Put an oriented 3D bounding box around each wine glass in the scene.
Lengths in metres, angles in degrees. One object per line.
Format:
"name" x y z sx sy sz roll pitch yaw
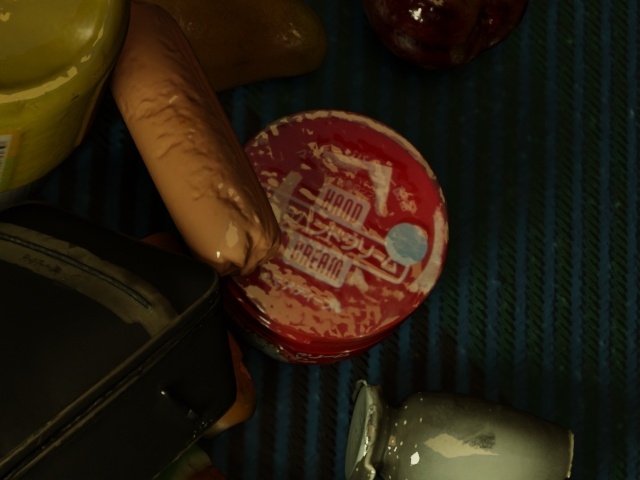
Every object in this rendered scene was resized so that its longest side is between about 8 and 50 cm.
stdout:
"wine glass" 0.127 0.198 1.737 0.204 0.111 0.111 13 74 -8

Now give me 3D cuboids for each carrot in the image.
"carrot" -0.126 0.088 1.721 0.087 0.087 0.193 -25 85 -17

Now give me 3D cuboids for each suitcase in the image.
"suitcase" -0.283 0.138 1.528 0.283 0.194 0.434 20 41 33

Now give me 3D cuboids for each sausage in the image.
"sausage" -0.120 -0.093 1.636 0.086 0.086 0.289 -21 66 -17

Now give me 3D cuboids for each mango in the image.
"mango" -0.103 -0.206 1.791 0.228 0.099 0.136 2 72 -20

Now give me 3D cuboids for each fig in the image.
"fig" 0.091 -0.301 1.845 0.170 0.145 0.274 -27 71 -19

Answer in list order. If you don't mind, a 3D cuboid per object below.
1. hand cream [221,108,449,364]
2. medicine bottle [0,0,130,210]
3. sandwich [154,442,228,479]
"hand cream" 0.000 0.000 1.738 0.230 0.149 0.230 2 78 -10
"medicine bottle" -0.291 -0.154 1.582 0.224 0.384 0.224 3 76 -12
"sandwich" -0.083 0.319 1.647 0.301 0.250 0.162 27 116 -15
